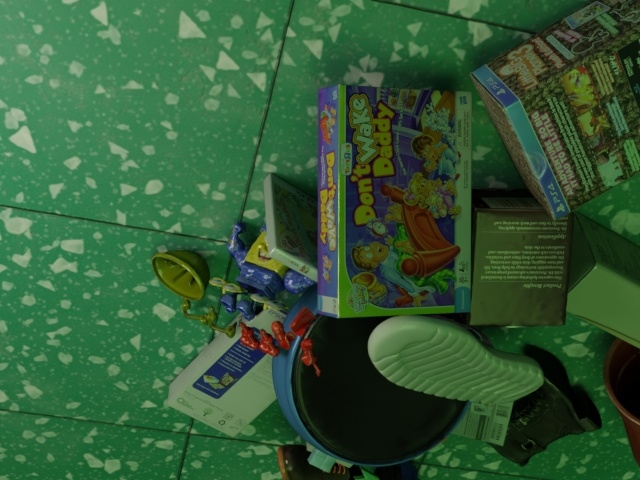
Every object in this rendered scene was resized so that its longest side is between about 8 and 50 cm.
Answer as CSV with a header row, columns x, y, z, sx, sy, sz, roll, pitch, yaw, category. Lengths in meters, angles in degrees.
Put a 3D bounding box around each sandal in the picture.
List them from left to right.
x,y,z,sx,sy,sz,roll,pitch,yaw,category
0.222,0.191,1.759,0.169,0.102,0.416,-34,139,28,sandal

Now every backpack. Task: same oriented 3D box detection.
x,y,z,sx,sy,sz,roll,pitch,yaw,category
0.165,0.522,2.156,0.098,0.120,0.101,-40,129,21,backpack

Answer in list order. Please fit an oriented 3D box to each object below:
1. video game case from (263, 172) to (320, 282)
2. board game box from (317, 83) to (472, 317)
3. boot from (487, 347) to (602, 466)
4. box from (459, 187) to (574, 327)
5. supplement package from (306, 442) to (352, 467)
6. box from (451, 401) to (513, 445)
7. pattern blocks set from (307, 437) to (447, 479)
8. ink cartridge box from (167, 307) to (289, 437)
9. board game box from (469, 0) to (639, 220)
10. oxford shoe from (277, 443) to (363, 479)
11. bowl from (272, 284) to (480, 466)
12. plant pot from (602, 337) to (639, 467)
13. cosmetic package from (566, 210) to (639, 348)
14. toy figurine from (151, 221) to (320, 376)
x,y,z,sx,sy,sz,roll,pitch,yaw,category
0.000,0.000,1.686,0.206,0.227,0.026,29,117,-23,video game case
0.115,-0.059,1.588,0.233,0.078,0.347,-1,92,-25,board game box
0.412,0.349,2.064,0.229,0.091,0.263,-30,116,28,boot
0.314,0.025,1.722,0.169,0.167,0.203,1,104,-5,box
0.061,0.342,2.022,0.105,0.105,0.179,27,120,-19,supplement package
0.283,0.324,2.029,0.186,0.038,0.145,11,127,10,box
0.125,0.310,1.929,0.286,0.026,0.324,19,96,-19,pattern blocks set
-0.131,0.235,1.958,0.165,0.065,0.333,33,120,-25,ink cartridge box
0.418,-0.215,1.570,0.291,0.141,0.232,-30,123,4,board game box
-0.001,0.452,2.066,0.098,0.096,0.271,-20,156,19,oxford shoe
0.111,0.225,1.851,0.391,0.077,0.391,-4,103,-16,bowl
0.691,0.327,1.968,0.273,0.272,0.265,-14,134,7,plant pot
0.552,0.091,1.831,0.310,0.160,0.113,26,122,-20,cosmetic package
-0.092,0.054,1.784,0.363,0.217,0.191,17,148,39,toy figurine
